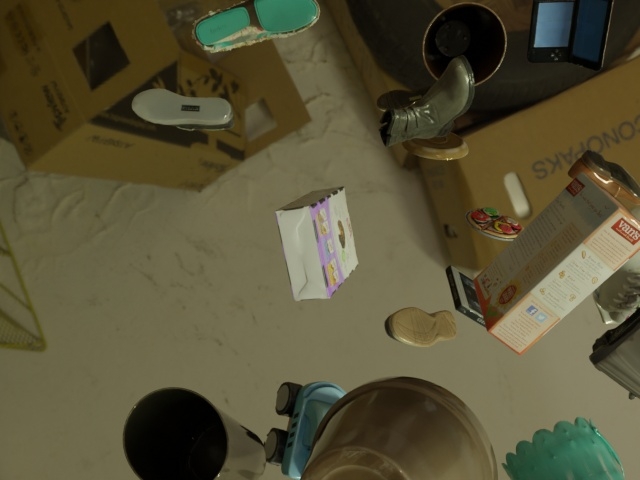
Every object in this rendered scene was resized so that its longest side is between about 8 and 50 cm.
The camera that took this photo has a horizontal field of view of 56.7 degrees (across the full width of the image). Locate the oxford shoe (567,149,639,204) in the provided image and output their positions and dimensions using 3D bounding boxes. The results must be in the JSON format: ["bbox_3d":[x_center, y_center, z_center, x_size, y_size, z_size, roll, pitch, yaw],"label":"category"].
[{"bbox_3d":[0.642,-0.128,1.325,0.212,0.076,0.076,25,134,-18],"label":"oxford shoe"}]

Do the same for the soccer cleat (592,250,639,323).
[{"bbox_3d":[0.598,0.079,1.141,0.116,0.143,0.331,1,161,18],"label":"soccer cleat"}]

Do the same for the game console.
[{"bbox_3d":[0.452,-0.388,1.083,0.124,0.144,0.085,2,-149,11],"label":"game console"}]

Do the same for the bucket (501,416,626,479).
[{"bbox_3d":[0.632,0.605,1.521,0.281,0.183,0.281,-12,138,-11],"label":"bucket"}]

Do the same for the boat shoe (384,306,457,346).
[{"bbox_3d":[0.247,0.228,1.521,0.092,0.102,0.285,-26,161,38],"label":"boat shoe"}]

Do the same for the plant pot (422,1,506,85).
[{"bbox_3d":[0.381,-0.550,1.645,0.215,0.215,0.230,-27,-161,14],"label":"plant pot"}]

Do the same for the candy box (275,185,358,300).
[{"bbox_3d":[0.000,0.000,1.088,0.070,0.164,0.196,-7,-168,21],"label":"candy box"}]

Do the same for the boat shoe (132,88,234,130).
[{"bbox_3d":[-0.296,-0.272,1.285,0.220,0.077,0.070,9,164,5],"label":"boat shoe"}]

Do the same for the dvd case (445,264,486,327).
[{"bbox_3d":[0.468,0.187,1.711,0.029,0.239,0.179,-48,-157,28],"label":"dvd case"}]

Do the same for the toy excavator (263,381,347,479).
[{"bbox_3d":[0.025,0.613,1.664,0.222,0.432,0.445,22,157,-24],"label":"toy excavator"}]

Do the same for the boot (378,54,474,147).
[{"bbox_3d":[0.216,-0.276,1.246,0.161,0.083,0.246,-15,158,-13],"label":"boot"}]

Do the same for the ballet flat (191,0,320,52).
[{"bbox_3d":[-0.122,-0.411,1.109,0.241,0.091,0.077,-11,-168,0],"label":"ballet flat"}]

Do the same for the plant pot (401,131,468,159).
[{"bbox_3d":[0.407,-0.347,2.095,0.236,0.236,0.032,-20,129,-31],"label":"plant pot"}]

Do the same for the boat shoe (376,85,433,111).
[{"bbox_3d":[0.268,-0.418,1.793,0.190,0.068,0.072,-3,174,16],"label":"boat shoe"}]

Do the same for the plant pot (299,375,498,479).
[{"bbox_3d":[0.101,0.389,0.928,0.323,0.323,0.280,-27,166,16],"label":"plant pot"}]

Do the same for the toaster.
[{"bbox_3d":[0.608,0.185,1.055,0.227,0.146,0.129,-53,163,25],"label":"toaster"}]

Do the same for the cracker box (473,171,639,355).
[{"bbox_3d":[0.324,0.029,0.827,0.232,0.067,0.155,-51,-171,23],"label":"cracker box"}]

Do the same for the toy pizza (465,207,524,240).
[{"bbox_3d":[0.578,-0.062,1.955,0.201,0.201,0.032,-18,130,-41],"label":"toy pizza"}]

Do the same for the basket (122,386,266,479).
[{"bbox_3d":[-0.197,0.365,1.026,0.154,0.204,0.227,-61,150,-18],"label":"basket"}]
